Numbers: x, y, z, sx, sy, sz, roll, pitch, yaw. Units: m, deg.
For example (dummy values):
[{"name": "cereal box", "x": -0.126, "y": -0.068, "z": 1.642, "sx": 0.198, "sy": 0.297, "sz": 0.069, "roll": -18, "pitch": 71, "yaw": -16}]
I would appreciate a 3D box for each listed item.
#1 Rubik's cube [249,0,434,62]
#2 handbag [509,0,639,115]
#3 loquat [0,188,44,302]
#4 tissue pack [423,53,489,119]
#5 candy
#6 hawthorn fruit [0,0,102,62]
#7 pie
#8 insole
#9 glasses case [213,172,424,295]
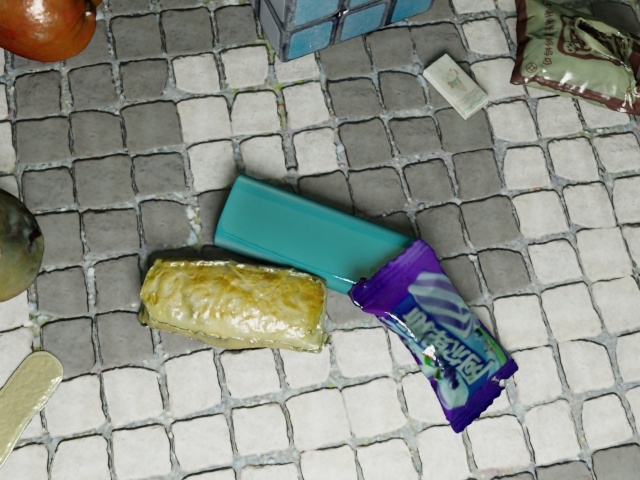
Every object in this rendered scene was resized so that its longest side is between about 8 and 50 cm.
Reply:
[{"name": "Rubik's cube", "x": 0.016, "y": -0.516, "z": 1.366, "sx": 0.305, "sy": 0.301, "sz": 0.304, "roll": -25, "pitch": 75, "yaw": -13}, {"name": "handbag", "x": 0.420, "y": -0.301, "z": 1.425, "sx": 0.235, "sy": 0.127, "sz": 0.213, "roll": 18, "pitch": 51, "yaw": -8}, {"name": "loquat", "x": -0.493, "y": 0.001, "z": 1.191, "sx": 0.227, "sy": 0.179, "sz": 0.179, "roll": 23, "pitch": 69, "yaw": 7}, {"name": "tissue pack", "x": 0.226, "y": -0.256, "z": 1.440, "sx": 0.056, "sy": 0.023, "sz": 0.108, "roll": -39, "pitch": 77, "yaw": -18}, {"name": "candy", "x": 0.168, "y": 0.134, "z": 1.242, "sx": 0.145, "sy": 0.070, "sz": 0.275, "roll": -40, "pitch": 99, "yaw": -16}, {"name": "hawthorn fruit", "x": -0.469, "y": -0.392, "z": 1.317, "sx": 0.260, "sy": 0.224, "sz": 0.224, "roll": 9, "pitch": 69, "yaw": -1}, {"name": "pie", "x": -0.119, "y": 0.092, "z": 1.249, "sx": 0.282, "sy": 0.068, "sz": 0.129, "roll": 8, "pitch": 72, "yaw": -3}, {"name": "insole", "x": -0.444, "y": 0.257, "z": 1.183, "sx": 0.081, "sy": 0.011, "sz": 0.248, "roll": 33, "pitch": 69, "yaw": 7}, {"name": "glasses case", "x": 0.000, "y": 0.001, "z": 1.298, "sx": 0.300, "sy": 0.070, "sz": 0.117, "roll": 20, "pitch": 69, "yaw": 0}]
